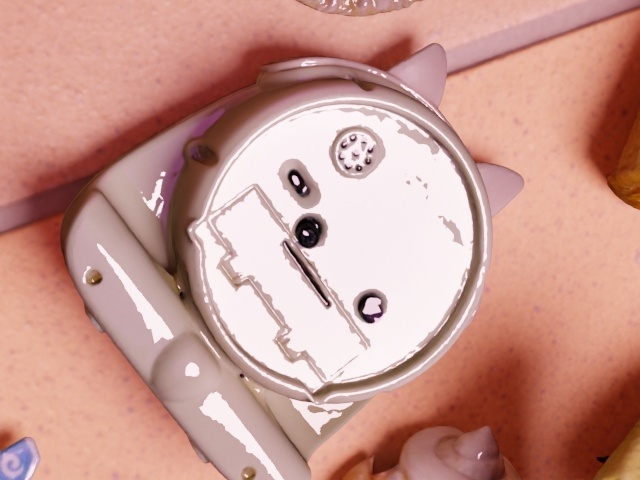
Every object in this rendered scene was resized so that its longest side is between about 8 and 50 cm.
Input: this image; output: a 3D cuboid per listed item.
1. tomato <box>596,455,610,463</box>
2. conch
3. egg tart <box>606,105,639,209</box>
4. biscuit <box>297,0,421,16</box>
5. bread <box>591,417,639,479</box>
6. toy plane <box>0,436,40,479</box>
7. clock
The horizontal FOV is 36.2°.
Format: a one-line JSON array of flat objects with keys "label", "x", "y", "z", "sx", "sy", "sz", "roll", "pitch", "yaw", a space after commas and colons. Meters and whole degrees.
[{"label": "tomato", "x": 0.366, "y": 0.218, "z": 0.790, "sx": 0.255, "sy": 0.224, "sz": 0.256, "roll": -7, "pitch": 103, "yaw": -31}, {"label": "conch", "x": 0.088, "y": 0.263, "z": 0.768, "sx": 0.158, "sy": 0.127, "sz": 0.255, "roll": 9, "pitch": 96, "yaw": -17}, {"label": "egg tart", "x": 0.338, "y": -0.089, "z": 0.760, "sx": 0.202, "sy": 0.202, "sz": 0.147, "roll": 16, "pitch": 81, "yaw": -17}, {"label": "biscuit", "x": 0.078, "y": -0.273, "z": 0.729, "sx": 0.133, "sy": 0.032, "sz": 0.250, "roll": 21, "pitch": 92, "yaw": -19}, {"label": "bread", "x": 0.188, "y": 0.254, "z": 0.706, "sx": 0.138, "sy": 0.077, "sz": 0.361, "roll": -30, "pitch": 147, "yaw": -41}, {"label": "toy plane", "x": -0.220, "y": 0.264, "z": 0.670, "sx": 0.266, "sy": 0.122, "sz": 0.267, "roll": 3, "pitch": 82, "yaw": -20}, {"label": "clock", "x": 0.000, "y": 0.000, "z": 0.712, "sx": 0.324, "sy": 0.108, "sz": 0.265, "roll": -38, "pitch": 106, "yaw": -7}]
